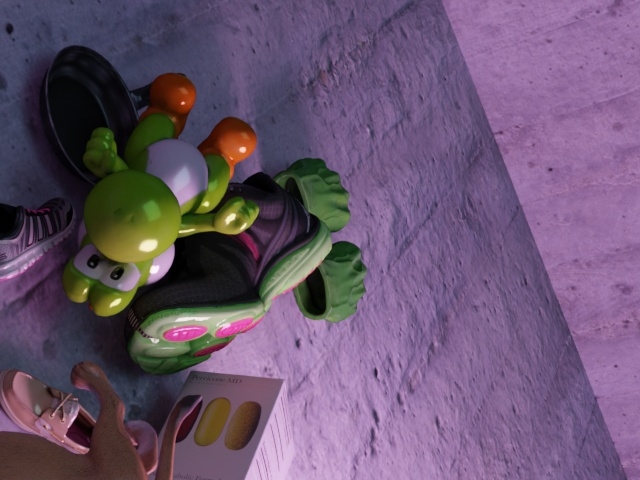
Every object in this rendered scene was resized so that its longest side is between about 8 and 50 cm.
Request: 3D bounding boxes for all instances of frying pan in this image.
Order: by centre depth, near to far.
[{"bbox_3d":[-0.289,-0.199,1.639,0.197,0.053,0.326,58,29,-31],"label":"frying pan"}]

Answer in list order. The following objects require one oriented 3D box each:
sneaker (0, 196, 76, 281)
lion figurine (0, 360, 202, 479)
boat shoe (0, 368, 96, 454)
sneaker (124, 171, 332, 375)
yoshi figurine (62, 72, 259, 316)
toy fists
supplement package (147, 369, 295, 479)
[{"bbox_3d":[-0.347,-0.019,1.417,0.170,0.063,0.074,-51,127,-53],"label":"sneaker"},{"bbox_3d":[-0.284,0.233,1.166,0.240,0.392,0.142,-117,-150,-51],"label":"lion figurine"},{"bbox_3d":[-0.299,0.198,1.391,0.170,0.059,0.063,50,35,-38],"label":"boat shoe"},{"bbox_3d":[-0.153,0.034,1.681,0.202,0.185,0.483,52,26,-2],"label":"sneaker"},{"bbox_3d":[-0.195,-0.066,1.490,0.362,0.204,0.203,-66,148,-46],"label":"yoshi figurine"},{"bbox_3d":[0.000,0.000,2.032,0.142,0.096,0.279,-14,89,-53],"label":"toy fists"},{"bbox_3d":[-0.132,0.296,1.531,0.244,0.139,0.133,-68,157,-52],"label":"supplement package"}]
